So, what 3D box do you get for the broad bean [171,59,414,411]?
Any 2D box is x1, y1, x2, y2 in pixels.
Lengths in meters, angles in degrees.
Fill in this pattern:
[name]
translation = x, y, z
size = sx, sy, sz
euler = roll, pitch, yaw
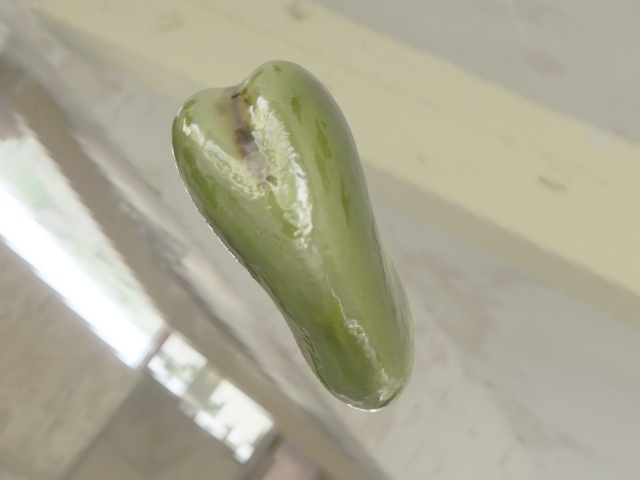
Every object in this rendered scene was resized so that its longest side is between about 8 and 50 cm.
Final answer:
[broad bean]
translation = 0.000, 0.000, 1.223
size = 0.263, 0.121, 0.189
euler = 57, 8, -16
